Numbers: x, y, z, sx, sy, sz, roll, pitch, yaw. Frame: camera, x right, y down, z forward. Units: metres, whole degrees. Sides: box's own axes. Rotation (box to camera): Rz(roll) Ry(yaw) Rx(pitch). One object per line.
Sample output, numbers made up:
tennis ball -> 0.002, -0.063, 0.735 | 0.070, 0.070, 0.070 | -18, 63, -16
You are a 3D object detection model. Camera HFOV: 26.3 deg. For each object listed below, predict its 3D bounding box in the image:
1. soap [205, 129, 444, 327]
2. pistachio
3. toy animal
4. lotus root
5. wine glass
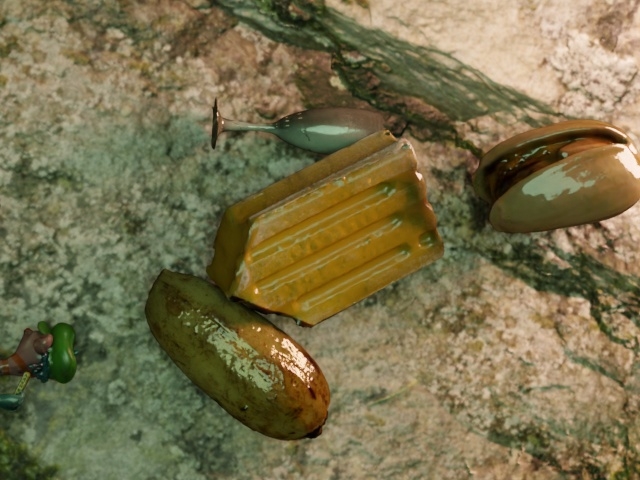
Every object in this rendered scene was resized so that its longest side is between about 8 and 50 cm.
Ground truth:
soap -> 0.000, 0.000, 1.545 | 0.258, 0.080, 0.160 | -27, 118, -12
pistachio -> 0.285, -0.072, 1.617 | 0.206, 0.131, 0.129 | -14, 47, -7
toy animal -> -0.368, 0.136, 1.482 | 0.208, 0.100, 0.103 | 5, 49, -23
lotus root -> -0.092, 0.134, 1.542 | 0.258, 0.097, 0.110 | 39, 77, -6
wine glass -> -0.025, -0.130, 1.578 | 0.198, 0.066, 0.066 | 2, 88, -11
